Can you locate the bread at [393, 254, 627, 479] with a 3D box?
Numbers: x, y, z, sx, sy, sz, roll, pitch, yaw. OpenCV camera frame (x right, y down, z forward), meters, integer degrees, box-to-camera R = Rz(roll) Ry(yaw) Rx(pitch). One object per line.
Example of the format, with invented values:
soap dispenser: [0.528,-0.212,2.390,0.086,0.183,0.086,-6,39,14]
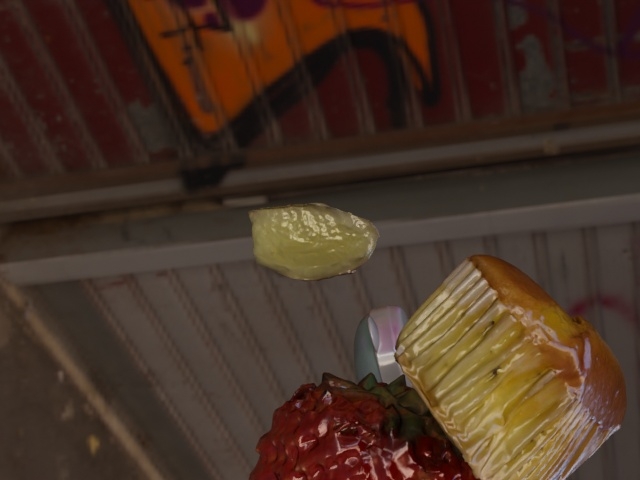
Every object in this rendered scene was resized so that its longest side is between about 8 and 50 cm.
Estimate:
bread: [0.186,0.122,1.118,0.204,0.156,0.288,53,8,25]

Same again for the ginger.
ginger: [0.003,0.000,1.777,0.122,0.193,0.115,-10,100,-70]

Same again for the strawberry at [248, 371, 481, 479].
strawberry: [0.068,0.323,1.308,0.312,0.267,0.351,9,88,-56]

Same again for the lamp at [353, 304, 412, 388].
lamp: [0.112,0.193,1.925,0.246,0.108,0.179,-6,84,-76]
